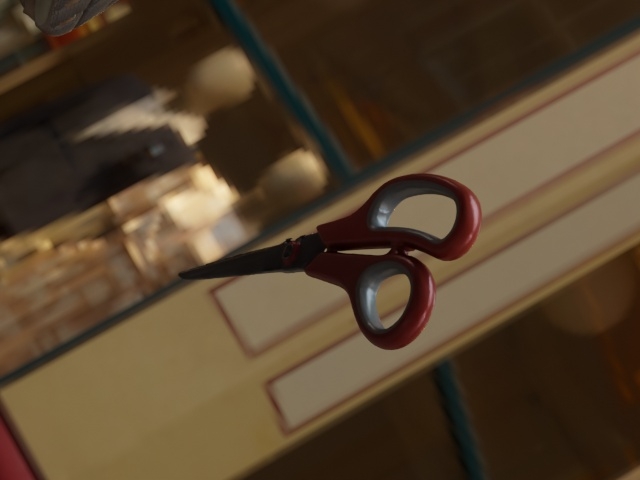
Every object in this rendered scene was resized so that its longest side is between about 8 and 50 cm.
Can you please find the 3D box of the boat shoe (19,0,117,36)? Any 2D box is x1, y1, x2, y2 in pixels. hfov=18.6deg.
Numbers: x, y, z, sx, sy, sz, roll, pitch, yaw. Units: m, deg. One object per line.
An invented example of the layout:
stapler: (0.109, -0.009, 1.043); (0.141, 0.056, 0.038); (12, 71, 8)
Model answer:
boat shoe: (-0.109, -0.234, 0.960); (0.116, 0.123, 0.324); (43, -38, 14)

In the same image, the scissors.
scissors: (0.000, 0.000, 1.238); (0.021, 0.109, 0.297); (24, -6, -31)
